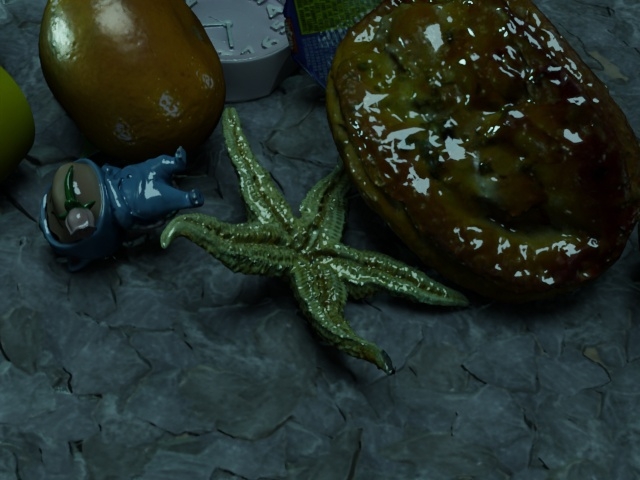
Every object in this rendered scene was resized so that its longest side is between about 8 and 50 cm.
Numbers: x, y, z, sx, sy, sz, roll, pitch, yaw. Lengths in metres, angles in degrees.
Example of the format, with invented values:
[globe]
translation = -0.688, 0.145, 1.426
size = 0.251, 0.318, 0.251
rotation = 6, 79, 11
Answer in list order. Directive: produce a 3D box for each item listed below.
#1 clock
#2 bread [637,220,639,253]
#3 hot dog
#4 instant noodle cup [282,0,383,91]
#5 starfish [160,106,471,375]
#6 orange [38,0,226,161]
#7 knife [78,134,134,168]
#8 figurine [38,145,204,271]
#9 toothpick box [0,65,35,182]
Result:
[clock]
translation = -0.118, -0.262, 1.646
size = 0.197, 0.068, 0.196
rotation = 2, 47, -2
[bread]
translation = 0.487, -0.012, 1.344
size = 0.321, 0.237, 0.320
rotation = 2, 43, -2
[hot dog]
translation = 0.170, -0.113, 1.390
size = 0.267, 0.174, 0.387
rotation = -40, 74, 15
[instant noodle cup]
translation = 0.106, -0.349, 1.634
size = 0.284, 0.284, 0.312
rotation = 5, 39, 0
[starfish]
translation = 0.000, 0.001, 1.396
size = 0.347, 0.078, 0.358
rotation = 31, 32, 5
[orange]
translation = -0.214, -0.195, 1.461
size = 0.171, 0.240, 0.240
rotation = -28, 47, 14
[knife]
translation = -0.277, -0.137, 1.547
size = 0.078, 0.022, 0.166
rotation = -14, 50, -23
[figurine]
translation = -0.221, -0.046, 1.364
size = 0.178, 0.144, 0.114
rotation = -18, 77, 12
[toothpick box]
translation = -0.435, -0.090, 1.387
size = 0.175, 0.175, 0.271
rotation = 28, 47, 20
